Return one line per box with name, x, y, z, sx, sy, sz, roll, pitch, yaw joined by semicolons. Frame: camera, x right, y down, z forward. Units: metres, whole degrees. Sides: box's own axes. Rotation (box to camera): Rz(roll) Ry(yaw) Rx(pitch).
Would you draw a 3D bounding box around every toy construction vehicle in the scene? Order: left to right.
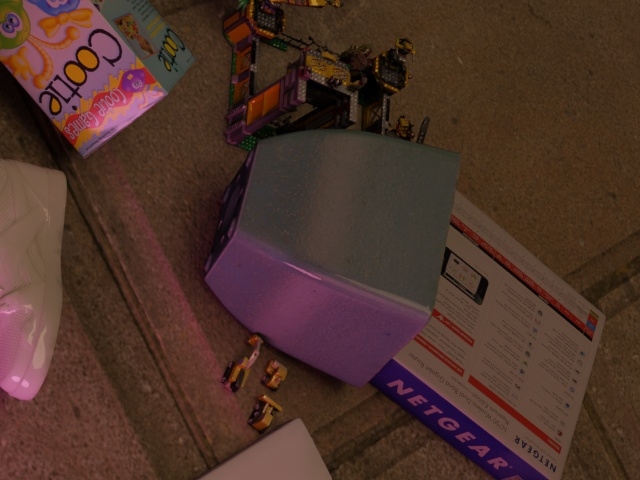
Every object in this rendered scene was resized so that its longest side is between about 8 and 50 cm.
toy construction vehicle;-0.076;0.178;2.003;0.086;0.035;0.098;42;51;-19

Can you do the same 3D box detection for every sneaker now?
sneaker;-0.378;0.031;1.776;0.169;0.108;0.293;18;53;-32

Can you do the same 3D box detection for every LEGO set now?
LEGO set;0.031;-0.213;2.138;0.331;0.192;0.255;28;57;-28

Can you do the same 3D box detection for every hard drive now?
hard drive;-0.092;0.368;1.912;0.307;0.040;0.203;-28;91;-42

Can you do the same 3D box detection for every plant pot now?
plant pot;0.000;0.000;2.006;0.252;0.248;0.247;20;60;-11

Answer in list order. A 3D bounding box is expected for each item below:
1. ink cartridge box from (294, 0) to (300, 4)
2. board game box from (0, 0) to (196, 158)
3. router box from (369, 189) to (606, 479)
ink cartridge box;-0.103;-0.403;2.098;0.209;0.109;0.062;42;41;23
board game box;-0.301;-0.261;1.892;0.275;0.142;0.144;50;23;-12
router box;0.230;0.140;2.236;0.335;0.082;0.301;39;53;-21
